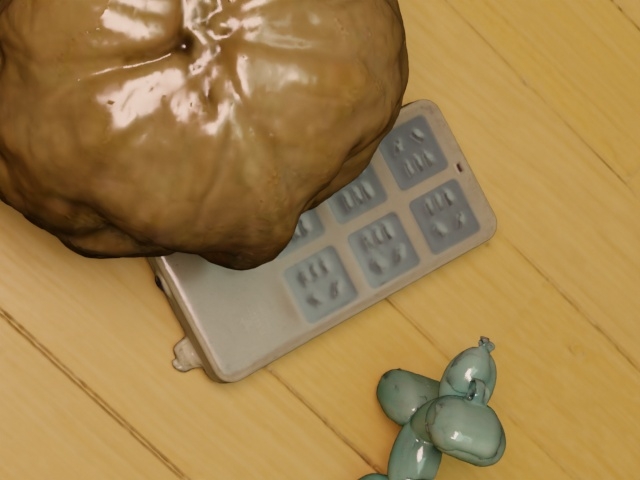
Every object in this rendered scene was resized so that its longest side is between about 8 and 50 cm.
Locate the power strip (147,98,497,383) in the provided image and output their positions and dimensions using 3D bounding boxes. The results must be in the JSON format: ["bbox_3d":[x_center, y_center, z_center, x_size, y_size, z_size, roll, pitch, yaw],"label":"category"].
[{"bbox_3d":[0.000,0.000,1.390,0.270,0.046,0.118,-28,97,-17],"label":"power strip"}]

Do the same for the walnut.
[{"bbox_3d":[-0.088,-0.108,1.244,0.253,0.277,0.282,45,71,0],"label":"walnut"}]

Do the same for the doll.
[{"bbox_3d":[0.079,0.140,1.352,0.059,0.158,0.159,22,87,-17],"label":"doll"}]
